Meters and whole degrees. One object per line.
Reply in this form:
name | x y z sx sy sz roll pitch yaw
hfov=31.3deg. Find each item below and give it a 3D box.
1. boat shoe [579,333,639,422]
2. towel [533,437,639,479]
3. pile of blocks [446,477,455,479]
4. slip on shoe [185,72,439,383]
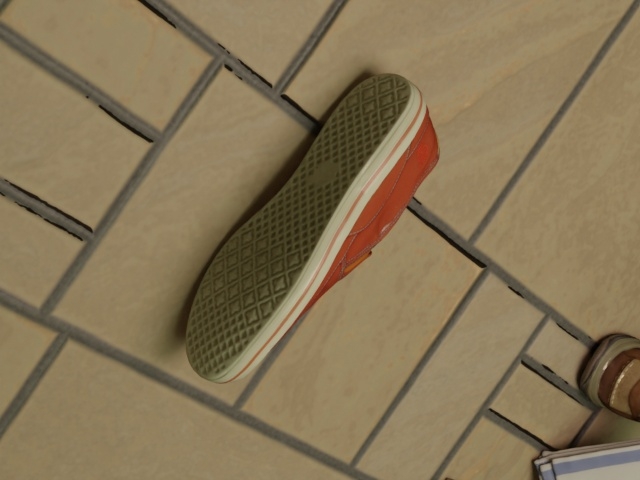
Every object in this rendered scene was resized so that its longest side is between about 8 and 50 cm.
boat shoe | 0.472 0.206 1.472 0.324 0.116 0.123 10 106 -37
towel | 0.400 0.384 1.428 0.209 0.034 0.285 -13 95 13
pile of blocks | 0.182 0.382 1.361 0.362 0.113 0.149 21 99 -39
slip on shoe | 0.000 0.000 1.059 0.331 0.123 0.101 -53 134 -8
